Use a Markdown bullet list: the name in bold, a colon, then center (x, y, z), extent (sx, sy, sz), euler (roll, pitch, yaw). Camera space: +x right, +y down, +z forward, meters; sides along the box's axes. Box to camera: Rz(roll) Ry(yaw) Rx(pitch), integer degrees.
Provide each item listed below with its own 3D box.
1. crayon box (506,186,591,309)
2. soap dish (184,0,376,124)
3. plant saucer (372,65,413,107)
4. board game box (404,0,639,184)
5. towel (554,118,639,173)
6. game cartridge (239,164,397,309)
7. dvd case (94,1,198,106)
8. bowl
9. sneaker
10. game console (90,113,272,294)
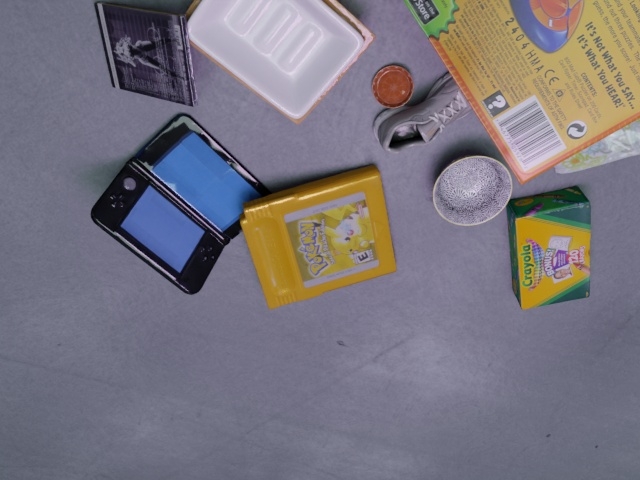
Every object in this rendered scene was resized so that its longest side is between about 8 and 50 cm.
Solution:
- **crayon box**: center (0.536, 0.023, 1.423), extent (0.165, 0.081, 0.278), euler (-12, 123, 7)
- **soap dish**: center (-0.082, -0.388, 1.115), extent (0.291, 0.118, 0.229), euler (34, 117, -22)
- **plant saucer**: center (0.146, -0.309, 1.220), extent (0.083, 0.013, 0.083), euler (4, 106, 13)
- **board game box**: center (0.365, -0.370, 0.929), extent (0.356, 0.356, 0.356), euler (-31, 103, 24)
- **towel**: center (0.597, -0.328, 1.185), extent (0.320, 0.090, 0.374), euler (-14, 123, 8)
- **game cartridge**: center (0.000, 0.000, 1.382), extent (0.324, 0.052, 0.285), euler (-18, 123, -5)
- **dvd case**: center (-0.325, -0.348, 1.129), extent (0.221, 0.018, 0.164), euler (18, 129, 27)
- **bowl**: center (0.323, -0.125, 1.322), extent (0.170, 0.080, 0.170), euler (-1, 125, -1)
- **sneaker**: center (0.234, -0.247, 1.213), extent (0.262, 0.121, 0.099), euler (-29, 121, 17)
- **game console**: center (-0.286, -0.070, 1.301), extent (0.173, 0.250, 0.293), euler (-20, 126, 44)
